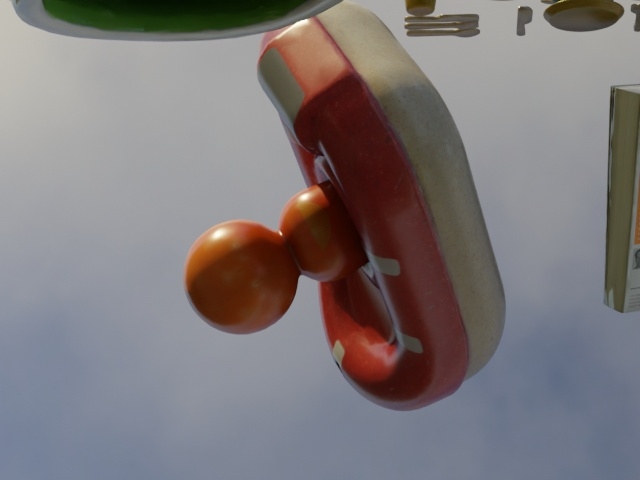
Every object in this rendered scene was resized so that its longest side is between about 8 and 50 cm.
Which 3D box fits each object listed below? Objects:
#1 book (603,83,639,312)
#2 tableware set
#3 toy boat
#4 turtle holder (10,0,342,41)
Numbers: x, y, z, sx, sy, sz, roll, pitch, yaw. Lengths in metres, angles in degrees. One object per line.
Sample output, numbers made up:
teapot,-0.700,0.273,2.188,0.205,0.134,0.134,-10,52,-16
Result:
book,0.233,-0.029,1.097,0.035,0.096,0.144,-151,-121,-62
tableware set,0.119,-0.148,0.996,0.154,0.104,0.024,0,-104,6
toy boat,0.000,0.000,0.884,0.151,0.151,0.231,58,-8,46
turtle holder,-0.085,-0.204,0.638,0.243,0.320,0.227,-15,-103,39
